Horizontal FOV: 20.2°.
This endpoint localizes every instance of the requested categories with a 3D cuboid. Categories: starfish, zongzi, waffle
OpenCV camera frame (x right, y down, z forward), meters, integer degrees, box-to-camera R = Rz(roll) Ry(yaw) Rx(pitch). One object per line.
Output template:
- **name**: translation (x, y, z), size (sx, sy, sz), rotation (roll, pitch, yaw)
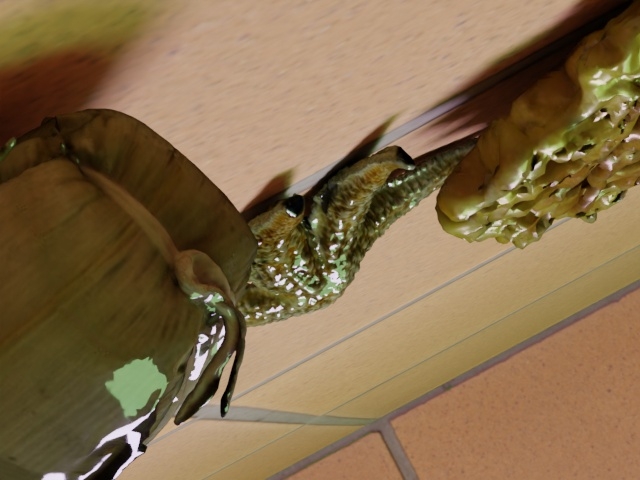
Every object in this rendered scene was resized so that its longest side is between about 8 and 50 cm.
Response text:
- **starfish**: translation (0.001, 0.002, 0.832), size (0.217, 0.050, 0.223), rotation (-34, 178, -13)
- **zongzi**: translation (-0.079, 0.021, 0.547), size (0.194, 0.099, 0.197), rotation (-39, -177, 33)
- **waffle**: translation (0.164, -0.074, 0.808), size (0.245, 0.052, 0.254), rotation (-38, 168, 25)
